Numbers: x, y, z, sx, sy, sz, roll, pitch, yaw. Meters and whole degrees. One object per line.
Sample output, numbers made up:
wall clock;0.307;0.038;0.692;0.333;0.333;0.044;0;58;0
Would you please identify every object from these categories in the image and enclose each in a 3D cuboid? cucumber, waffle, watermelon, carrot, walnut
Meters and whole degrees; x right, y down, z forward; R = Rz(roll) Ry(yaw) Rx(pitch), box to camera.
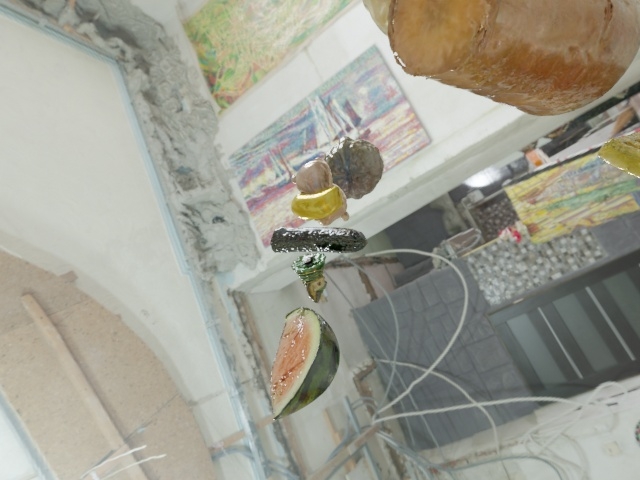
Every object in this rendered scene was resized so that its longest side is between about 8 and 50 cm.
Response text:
cucumber;0.000;-0.002;0.932;0.067;0.245;0.067;-1;-89;-63
waffle;0.759;-0.163;0.869;0.248;0.055;0.221;-15;-135;-32
watermelon;-0.030;0.197;0.701;0.063;0.119;0.245;58;-165;-27
carrot;0.233;-0.263;0.484;0.254;0.196;0.196;-4;-118;-35
walnut;0.124;-0.281;1.567;0.248;0.248;0.248;45;-154;-29

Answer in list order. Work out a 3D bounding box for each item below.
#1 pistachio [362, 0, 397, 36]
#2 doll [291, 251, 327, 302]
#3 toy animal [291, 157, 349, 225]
pistachio;0.230;-0.511;0.764;0.238;0.321;0.229;-6;-86;-60
doll;-0.026;0.082;0.896;0.078;0.077;0.113;-61;-25;-53
toy animal;-0.001;-0.073;0.681;0.082;0.091;0.114;17;-139;-56
